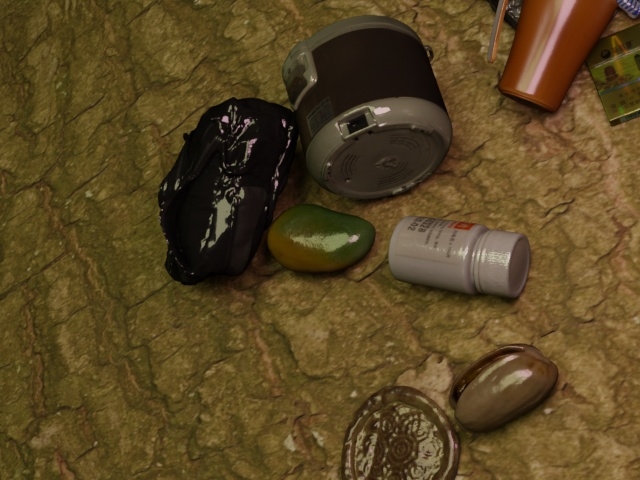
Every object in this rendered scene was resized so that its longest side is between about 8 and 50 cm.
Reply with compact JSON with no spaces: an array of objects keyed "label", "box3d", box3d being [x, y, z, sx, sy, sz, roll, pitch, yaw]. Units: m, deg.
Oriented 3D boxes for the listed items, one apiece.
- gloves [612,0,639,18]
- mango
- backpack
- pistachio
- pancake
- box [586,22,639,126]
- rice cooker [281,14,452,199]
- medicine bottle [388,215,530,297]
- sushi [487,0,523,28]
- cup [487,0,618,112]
[{"label":"gloves","box3d":[0.610,-0.547,1.647,0.119,0.097,0.229,-51,53,39]},{"label":"mango","box3d":[0.000,0.000,1.738,0.251,0.114,0.156,9,65,22]},{"label":"backpack","box3d":[-0.230,-0.108,1.802,0.363,0.255,0.445,-5,70,66]},{"label":"pistachio","box3d":[0.328,0.268,1.432,0.206,0.131,0.129,-38,11,16]},{"label":"pancake","box3d":[0.150,0.405,1.518,0.250,0.031,0.250,-12,63,24]},{"label":"box","box3d":[0.611,-0.333,1.582,0.121,0.030,0.193,-21,61,20]},{"label":"rice cooker","box3d":[0.092,-0.287,1.681,0.335,0.335,0.325,-24,60,19]},{"label":"medicine bottle","box3d":[0.270,0.033,1.547,0.252,0.144,0.144,11,75,34]},{"label":"sushi","box3d":[0.396,-0.583,1.754,0.130,0.124,0.332,-34,58,4]},{"label":"cup","box3d":[0.446,-0.409,1.586,0.182,0.226,0.263,-125,55,-75]}]
